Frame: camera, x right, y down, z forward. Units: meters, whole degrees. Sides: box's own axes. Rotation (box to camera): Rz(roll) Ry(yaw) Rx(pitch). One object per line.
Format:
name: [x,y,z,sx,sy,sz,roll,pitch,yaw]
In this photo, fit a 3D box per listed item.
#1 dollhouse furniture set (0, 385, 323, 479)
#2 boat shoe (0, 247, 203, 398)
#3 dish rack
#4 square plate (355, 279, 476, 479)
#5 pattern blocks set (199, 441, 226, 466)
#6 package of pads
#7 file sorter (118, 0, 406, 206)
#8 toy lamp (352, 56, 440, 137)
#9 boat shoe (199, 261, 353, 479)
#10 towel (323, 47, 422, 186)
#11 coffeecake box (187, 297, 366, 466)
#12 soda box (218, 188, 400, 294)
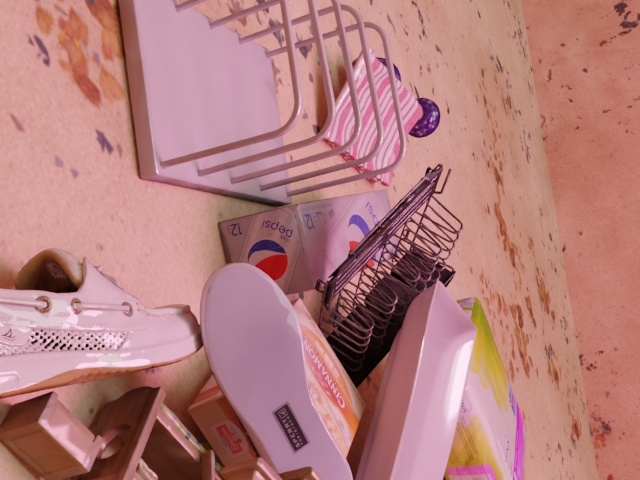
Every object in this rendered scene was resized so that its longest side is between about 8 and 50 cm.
dollhouse furniture set: [-0.099,0.142,0.669,0.182,0.161,0.101,55,29,-28]
boat shoe: [-0.176,0.052,0.643,0.277,0.098,0.096,0,80,-65]
dish rack: [0.075,0.043,0.995,0.208,0.074,0.271,-46,165,-22]
square plate: [0.107,0.240,1.084,0.344,0.049,0.347,41,63,-68]
pattern blocks set: [-0.074,0.319,0.804,0.325,0.026,0.285,22,53,-56]
package of pads: [0.242,0.275,1.465,0.296,0.101,0.229,65,25,-24]
file sorter: [-0.047,-0.159,0.942,0.277,0.173,0.193,8,71,-64]
toy lamp: [0.117,-0.230,1.460,0.274,0.080,0.080,14,66,-66]
boat shoe: [-0.042,0.122,0.755,0.080,0.076,0.228,-31,104,-18]
towel: [0.080,-0.173,1.321,0.197,0.029,0.144,33,79,-57]
coffeecake box: [-0.035,0.163,0.894,0.142,0.068,0.185,59,23,-12]
soda box: [0.000,0.000,1.062,0.286,0.098,0.091,-15,93,-67]
